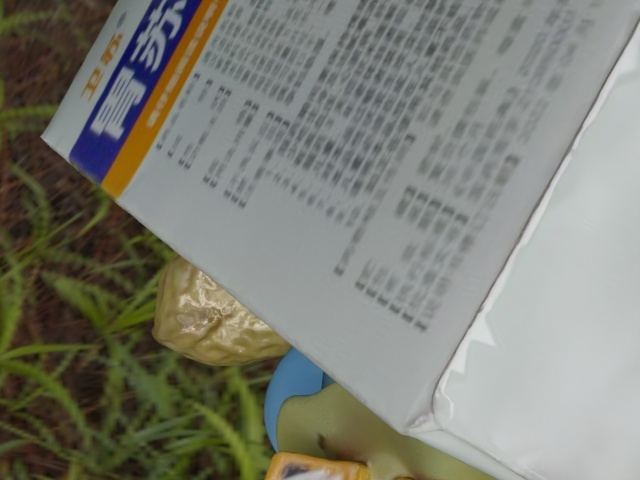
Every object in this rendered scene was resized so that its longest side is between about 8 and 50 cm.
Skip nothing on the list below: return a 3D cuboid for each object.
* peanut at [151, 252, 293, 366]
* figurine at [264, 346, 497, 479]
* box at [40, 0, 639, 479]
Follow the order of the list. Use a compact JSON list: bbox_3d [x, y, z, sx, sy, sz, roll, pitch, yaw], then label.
[{"bbox_3d":[0.000,0.000,0.997,0.194,0.093,0.083,-25,131,-8],"label":"peanut"},{"bbox_3d":[0.073,0.029,0.759,0.180,0.154,0.262,13,63,7],"label":"figurine"},{"bbox_3d":[0.048,-0.061,0.521,0.106,0.299,0.200,28,92,-25],"label":"box"}]
